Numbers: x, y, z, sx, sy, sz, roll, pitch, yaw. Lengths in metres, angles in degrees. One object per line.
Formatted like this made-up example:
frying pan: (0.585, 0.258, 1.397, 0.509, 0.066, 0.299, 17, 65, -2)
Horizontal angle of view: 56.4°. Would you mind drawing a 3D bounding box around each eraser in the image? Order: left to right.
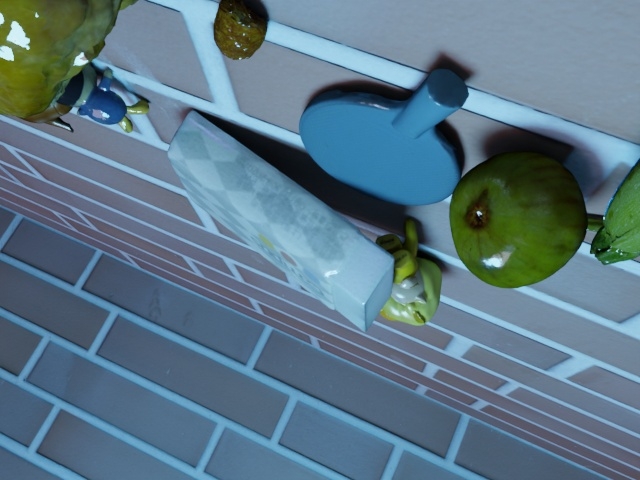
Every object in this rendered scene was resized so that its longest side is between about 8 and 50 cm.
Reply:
eraser: (-0.064, -0.025, 0.945, 0.396, 0.082, 0.213, 37, 165, 16)

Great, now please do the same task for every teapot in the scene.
teapot: (-0.451, -0.252, 0.979, 0.116, 0.116, 0.173, 19, 134, 20)

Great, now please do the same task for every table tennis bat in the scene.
table tennis bat: (0.082, -0.117, 0.716, 0.215, 0.044, 0.329, 29, 164, -7)

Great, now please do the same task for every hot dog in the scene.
hot dog: (-0.088, -0.227, 0.639, 0.058, 0.035, 0.083, 29, 162, -10)

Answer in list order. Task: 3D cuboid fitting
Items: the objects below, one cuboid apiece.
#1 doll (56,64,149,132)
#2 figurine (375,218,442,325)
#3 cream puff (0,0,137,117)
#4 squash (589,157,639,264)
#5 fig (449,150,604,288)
doll: (-0.364, -0.234, 0.932, 0.179, 0.089, 0.102, 27, 125, -39)
figurine: (0.141, 0.062, 1.011, 0.156, 0.131, 0.246, 56, 177, 25)
cream puff: (-0.293, -0.263, 0.495, 0.327, 0.231, 0.343, 22, 161, 8)
squash: (0.312, -0.058, 0.473, 0.094, 0.094, 0.341, 25, 159, 2)
fig: (0.230, -0.030, 0.655, 0.148, 0.186, 0.142, -26, 84, 41)
